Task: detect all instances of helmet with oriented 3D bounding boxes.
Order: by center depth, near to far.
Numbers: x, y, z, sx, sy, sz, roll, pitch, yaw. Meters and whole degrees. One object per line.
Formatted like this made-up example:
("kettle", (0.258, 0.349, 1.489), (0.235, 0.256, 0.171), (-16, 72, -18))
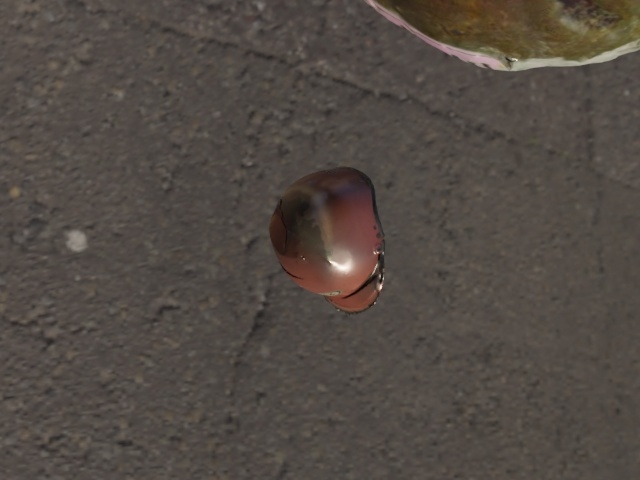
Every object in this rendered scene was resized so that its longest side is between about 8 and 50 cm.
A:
("helmet", (-0.001, 0.001, 0.647), (0.049, 0.065, 0.084), (-4, 84, -45))

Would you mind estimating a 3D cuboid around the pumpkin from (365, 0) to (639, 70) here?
("pumpkin", (0.101, -0.201, 0.470), (0.189, 0.260, 0.260), (-14, 91, -74))
